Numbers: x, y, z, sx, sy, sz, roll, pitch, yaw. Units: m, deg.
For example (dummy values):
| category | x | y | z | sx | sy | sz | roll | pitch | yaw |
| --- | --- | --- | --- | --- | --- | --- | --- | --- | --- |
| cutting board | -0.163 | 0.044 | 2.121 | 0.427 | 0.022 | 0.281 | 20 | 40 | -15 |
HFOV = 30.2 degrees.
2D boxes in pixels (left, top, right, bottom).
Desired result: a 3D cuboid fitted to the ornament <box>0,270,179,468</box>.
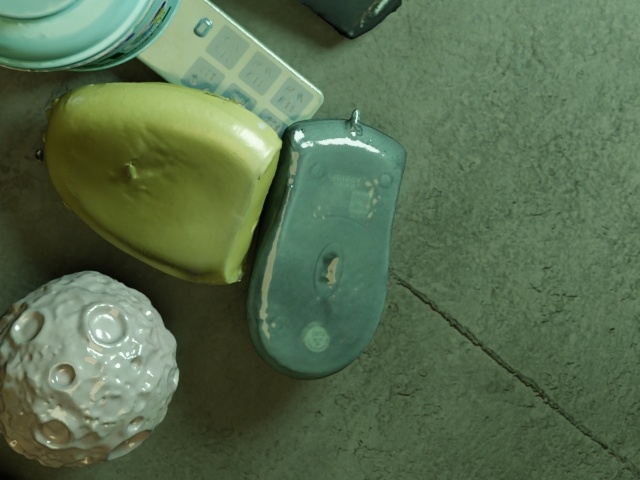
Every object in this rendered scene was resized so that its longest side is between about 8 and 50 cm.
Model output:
| category | x | y | z | sx | sy | sz | roll | pitch | yaw |
| --- | --- | --- | --- | --- | --- | --- | --- | --- | --- |
| ornament | -0.307 | 0.175 | 1.541 | 0.259 | 0.259 | 0.225 | -37 | 74 | 5 |

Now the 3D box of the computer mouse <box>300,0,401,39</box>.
| category | x | y | z | sx | sy | sz | roll | pitch | yaw |
| --- | --- | --- | --- | --- | --- | --- | --- | --- | --- |
| computer mouse | -0.008 | -0.394 | 1.512 | 0.295 | 0.087 | 0.168 | 38 | 102 | -27 |

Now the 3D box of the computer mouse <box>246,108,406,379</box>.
| category | x | y | z | sx | sy | sz | roll | pitch | yaw |
| --- | --- | --- | --- | --- | --- | --- | --- | --- | --- |
| computer mouse | 0.000 | 0.000 | 1.600 | 0.188 | 0.122 | 0.371 | 10 | 101 | -20 |

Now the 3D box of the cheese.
| category | x | y | z | sx | sy | sz | roll | pitch | yaw |
| --- | --- | --- | --- | --- | --- | --- | --- | --- | --- |
| cheese | -0.217 | -0.092 | 1.530 | 0.316 | 0.128 | 0.259 | 25 | 111 | 5 |

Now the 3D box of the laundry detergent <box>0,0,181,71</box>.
| category | x | y | z | sx | sy | sz | roll | pitch | yaw |
| --- | --- | --- | --- | --- | --- | --- | --- | --- | --- |
| laundry detergent | -0.308 | -0.337 | 1.357 | 0.287 | 0.305 | 0.287 | 0 | 98 | 0 |

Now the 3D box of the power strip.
| category | x | y | z | sx | sy | sz | roll | pitch | yaw |
| --- | --- | --- | --- | --- | --- | --- | --- | --- | --- |
| power strip | -0.123 | -0.223 | 1.565 | 0.270 | 0.046 | 0.118 | 38 | 99 | -14 |
